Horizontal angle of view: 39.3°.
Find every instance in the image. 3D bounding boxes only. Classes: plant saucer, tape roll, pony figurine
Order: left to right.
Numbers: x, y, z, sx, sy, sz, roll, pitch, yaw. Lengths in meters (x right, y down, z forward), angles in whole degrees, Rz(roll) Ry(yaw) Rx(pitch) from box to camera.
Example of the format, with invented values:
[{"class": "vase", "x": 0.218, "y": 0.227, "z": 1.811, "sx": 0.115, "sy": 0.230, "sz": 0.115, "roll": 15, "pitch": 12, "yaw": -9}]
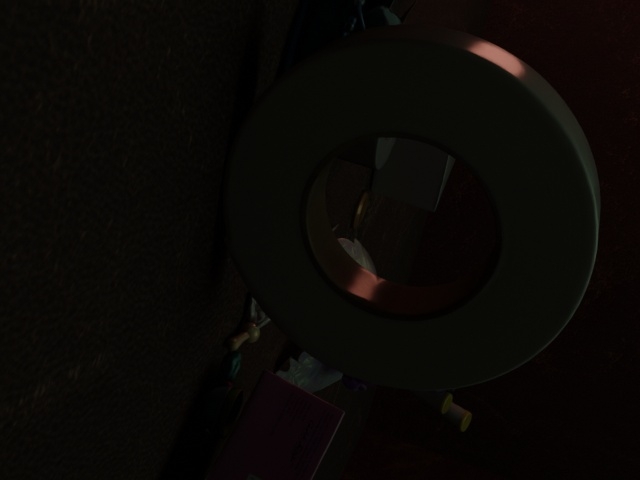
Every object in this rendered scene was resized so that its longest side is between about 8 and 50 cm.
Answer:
[{"class": "plant saucer", "x": 0.083, "y": -0.063, "z": 1.846, "sx": 0.083, "sy": 0.013, "sz": 0.083, "roll": 19, "pitch": 90, "yaw": -79}, {"class": "pony figurine", "x": 0.103, "y": 0.202, "z": 1.661, "sx": 0.303, "sy": 0.363, "sz": 0.351, "roll": -60, "pitch": 153, "yaw": -9}, {"class": "tape roll", "x": 0.094, "y": -0.228, "z": 1.468, "sx": 0.219, "sy": 0.072, "sz": 0.219, "roll": 18, "pitch": 90, "yaw": -80}, {"class": "tape roll", "x": 0.086, "y": -0.024, "z": 0.925, "sx": 0.072, "sy": 0.392, "sz": 0.392, "roll": -55, "pitch": 160, "yaw": -59}]

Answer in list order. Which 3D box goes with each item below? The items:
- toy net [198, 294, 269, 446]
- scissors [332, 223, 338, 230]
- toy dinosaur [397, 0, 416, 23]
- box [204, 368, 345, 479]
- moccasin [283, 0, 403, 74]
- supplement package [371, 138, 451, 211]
[{"class": "toy net", "x": -0.100, "y": 0.161, "z": 1.198, "sx": 0.122, "sy": 0.045, "sz": 0.232, "roll": 90, "pitch": 21, "yaw": -59}, {"class": "scissors", "x": 0.000, "y": 0.000, "z": 1.507, "sx": 0.297, "sy": 0.021, "sz": 0.109, "roll": -54, "pitch": 160, "yaw": -57}, {"class": "toy dinosaur", "x": 0.136, "y": -0.355, "z": 1.576, "sx": 0.183, "sy": 0.053, "sz": 0.093, "roll": 81, "pitch": 13, "yaw": -83}, {"class": "box", "x": -0.080, "y": 0.306, "z": 1.174, "sx": 0.213, "sy": 0.117, "sz": 0.243, "roll": -61, "pitch": 178, "yaw": -19}, {"class": "moccasin", "x": 0.045, "y": -0.260, "z": 1.037, "sx": 0.138, "sy": 0.117, "sz": 0.342, "roll": 0, "pitch": 107, "yaw": -79}, {"class": "supplement package", "x": 0.215, "y": -0.211, "z": 1.902, "sx": 0.194, "sy": 0.149, "sz": 0.203, "roll": 97, "pitch": 16, "yaw": -47}]
